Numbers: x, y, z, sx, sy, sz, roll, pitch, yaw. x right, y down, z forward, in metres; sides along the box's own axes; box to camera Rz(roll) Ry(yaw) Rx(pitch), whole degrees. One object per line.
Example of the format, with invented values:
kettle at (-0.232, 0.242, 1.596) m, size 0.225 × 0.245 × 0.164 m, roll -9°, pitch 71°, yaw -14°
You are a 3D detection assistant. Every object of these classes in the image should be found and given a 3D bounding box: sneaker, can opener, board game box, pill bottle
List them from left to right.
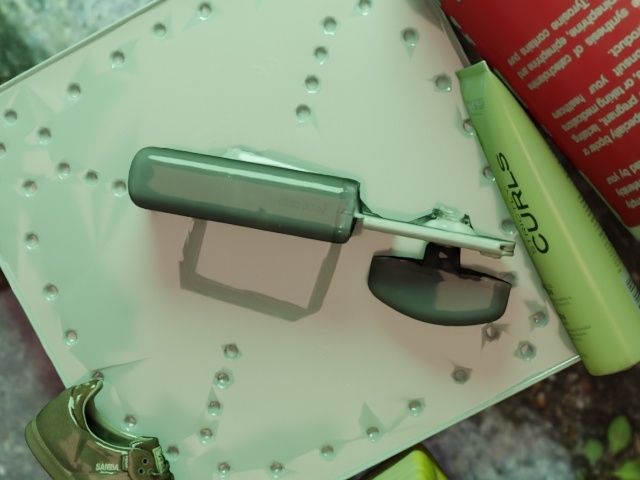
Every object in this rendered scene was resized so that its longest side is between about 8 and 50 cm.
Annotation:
sneaker at (-0.136, 0.187, 0.910) m, size 0.071 × 0.066 × 0.188 m, roll -44°, pitch 91°, yaw 5°
board game box at (-0.039, -0.007, 0.948) m, size 0.390 × 0.050 × 0.390 m, roll -28°, pitch 92°, yaw 5°
can opener at (0.000, 0.000, 0.883) m, size 0.283 × 0.076 × 0.095 m, roll 10°, pitch 94°, yaw 4°
pill bottle at (0.248, -0.140, 0.832) m, size 0.229 × 0.229 × 0.408 m, roll -40°, pitch 91°, yaw 5°

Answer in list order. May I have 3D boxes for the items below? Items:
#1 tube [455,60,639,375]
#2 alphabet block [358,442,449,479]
tube at (0.162, -0.019, 0.871) m, size 0.070 × 0.062 × 0.240 m, roll -22°, pitch 100°, yaw 45°
alphabet block at (0.051, 0.295, 0.896) m, size 0.197 × 0.192 × 0.193 m, roll -36°, pitch 93°, yaw 4°
